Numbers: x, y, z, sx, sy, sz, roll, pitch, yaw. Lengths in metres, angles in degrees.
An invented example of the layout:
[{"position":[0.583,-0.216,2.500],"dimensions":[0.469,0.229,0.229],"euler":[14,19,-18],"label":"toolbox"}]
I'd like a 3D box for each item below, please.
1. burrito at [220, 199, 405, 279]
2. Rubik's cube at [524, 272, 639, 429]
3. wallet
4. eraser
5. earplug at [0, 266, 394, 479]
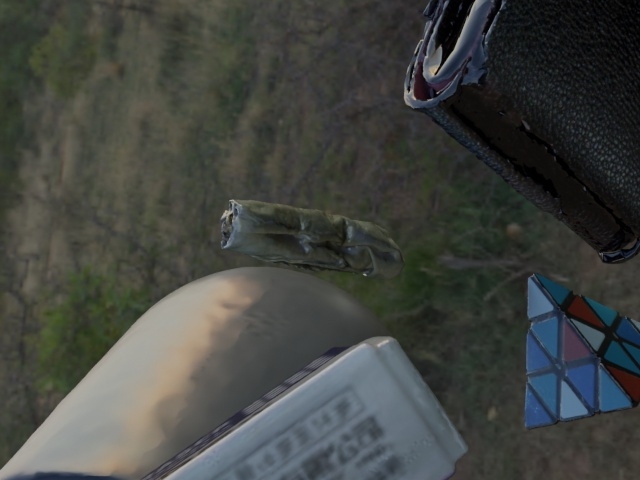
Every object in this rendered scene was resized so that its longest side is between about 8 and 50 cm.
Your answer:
[{"position":[0.000,0.000,0.732],"dimensions":[0.041,0.185,0.045],"euler":[-17,72,42],"label":"burrito"},{"position":[0.499,0.190,1.625],"dimensions":[0.250,0.234,0.284],"euler":[19,116,60],"label":"Rubik's cube"},{"position":[0.186,-0.146,0.676],"dimensions":[0.071,0.221,0.262],"euler":[0,63,56],"label":"wallet"},{"position":[-0.065,0.155,0.510],"dimensions":[0.081,0.279,0.124],"euler":[56,171,3],"label":"eraser"},{"position":[-0.076,0.195,0.858],"dimensions":[0.394,0.312,0.313],"euler":[-60,-10,-56],"label":"earplug"}]
